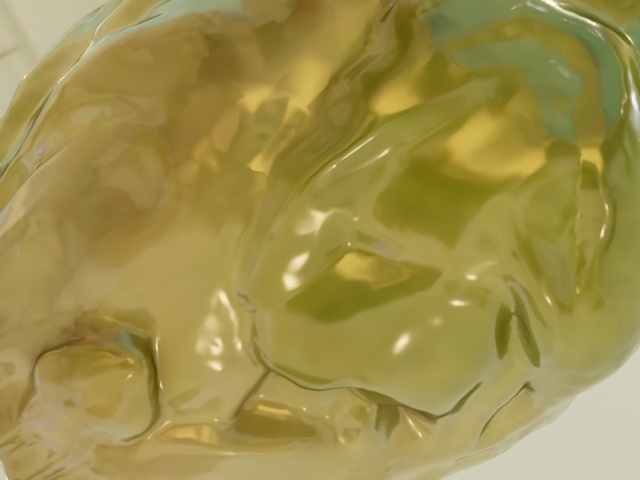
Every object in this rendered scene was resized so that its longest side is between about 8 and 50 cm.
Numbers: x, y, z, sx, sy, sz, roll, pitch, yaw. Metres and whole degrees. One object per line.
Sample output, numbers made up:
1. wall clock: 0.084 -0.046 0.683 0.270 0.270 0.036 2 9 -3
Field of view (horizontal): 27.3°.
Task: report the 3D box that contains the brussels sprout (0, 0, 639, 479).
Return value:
1. brussels sprout: 0.004 -0.005 0.515 0.317 0.242 0.273 -30 -169 6
